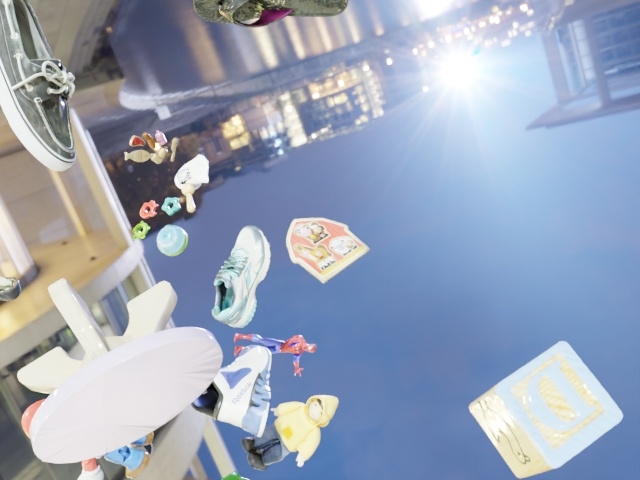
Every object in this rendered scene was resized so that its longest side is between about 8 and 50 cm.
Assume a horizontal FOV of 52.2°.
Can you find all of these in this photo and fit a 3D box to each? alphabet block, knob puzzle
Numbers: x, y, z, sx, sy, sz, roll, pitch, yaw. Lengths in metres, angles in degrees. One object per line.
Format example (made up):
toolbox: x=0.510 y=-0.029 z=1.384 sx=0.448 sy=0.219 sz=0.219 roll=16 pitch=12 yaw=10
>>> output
alphabet block: x=0.457 y=0.353 z=1.350 sx=0.194 sy=0.192 sz=0.197 roll=-27 pitch=158 yaw=-16
knob puzzle: x=0.000 y=0.000 z=1.636 sx=0.213 sy=0.030 sz=0.213 roll=5 pitch=-133 yaw=-5

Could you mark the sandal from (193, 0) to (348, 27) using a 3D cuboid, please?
sandal: x=-0.147 y=-0.659 z=1.785 sx=0.446 sy=0.167 sz=0.107 roll=0 pitch=-126 yaw=13

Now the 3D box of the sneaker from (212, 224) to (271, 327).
sneaker: x=-0.220 y=0.093 z=1.769 sx=0.110 sy=0.282 sz=0.122 roll=5 pitch=172 yaw=35

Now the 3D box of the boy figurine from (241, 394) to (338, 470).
boy figurine: x=-0.069 y=0.512 z=1.753 sx=0.285 sy=0.177 sz=0.092 roll=-35 pitch=147 yaw=15

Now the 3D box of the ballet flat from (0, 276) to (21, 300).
ballet flat: x=-0.853 y=0.113 z=1.628 sx=0.203 sy=0.074 sz=0.074 roll=5 pitch=176 yaw=-37

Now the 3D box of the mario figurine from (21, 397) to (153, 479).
mario figurine: x=-0.592 y=0.489 z=1.633 sx=0.170 sy=0.321 sz=0.198 roll=-56 pitch=-149 yaw=2

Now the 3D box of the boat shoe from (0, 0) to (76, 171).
boat shoe: x=-0.474 y=-0.272 z=1.100 sx=0.105 sy=0.306 sz=0.113 roll=-20 pitch=-177 yaw=15

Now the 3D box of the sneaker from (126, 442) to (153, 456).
sneaker: x=-0.555 y=0.512 z=1.778 sx=0.121 sy=0.216 sz=0.079 roll=-18 pitch=-168 yaw=35

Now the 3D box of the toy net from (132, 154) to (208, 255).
toy net: x=-0.320 y=-0.086 z=1.455 sx=0.122 sy=0.232 sz=0.045 roll=22 pitch=170 yaw=20

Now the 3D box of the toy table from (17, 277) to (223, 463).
toy table: x=-0.296 y=0.178 z=0.945 sx=0.274 sy=0.252 sz=0.161 roll=-24 pitch=-132 yaw=-19

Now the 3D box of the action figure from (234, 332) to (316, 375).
action figure: x=-0.154 y=0.381 z=2.221 sx=0.281 sy=0.091 sz=0.139 roll=1 pitch=-154 yaw=-2

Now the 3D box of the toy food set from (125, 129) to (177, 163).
toy food set: x=-0.392 y=-0.218 z=1.508 sx=0.122 sy=0.077 sz=0.019 roll=2 pitch=-165 yaw=-44

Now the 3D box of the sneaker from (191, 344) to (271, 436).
sneaker: x=-0.223 y=0.349 z=1.621 sx=0.182 sy=0.127 sz=0.315 roll=16 pitch=-163 yaw=-11

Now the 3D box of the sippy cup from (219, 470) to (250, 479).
sippy cup: x=-0.233 y=0.727 z=1.589 sx=0.306 sy=0.224 sz=0.240 roll=-34 pitch=163 yaw=-22
